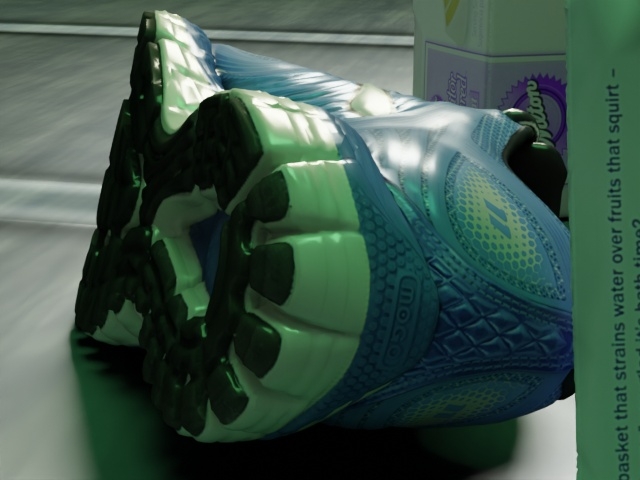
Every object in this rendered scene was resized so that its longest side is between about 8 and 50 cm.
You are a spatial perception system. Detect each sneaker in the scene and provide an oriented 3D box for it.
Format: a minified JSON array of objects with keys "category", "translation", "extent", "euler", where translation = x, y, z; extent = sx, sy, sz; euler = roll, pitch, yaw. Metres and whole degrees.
[{"category":"sneaker","translation":[0.000,0.000,0.601],"extent":[0.147,0.130,0.330],"euler":[12,11,-19]}]

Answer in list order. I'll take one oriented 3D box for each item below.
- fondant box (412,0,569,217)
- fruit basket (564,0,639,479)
[{"category":"fondant box","translation":[0.217,-0.143,0.922],"extent":[0.330,0.238,0.096],"euler":[-5,14,-21]},{"category":"fruit basket","translation":[0.240,-0.087,0.486],"extent":[0.353,0.327,0.165],"euler":[-2,1,-1]}]
